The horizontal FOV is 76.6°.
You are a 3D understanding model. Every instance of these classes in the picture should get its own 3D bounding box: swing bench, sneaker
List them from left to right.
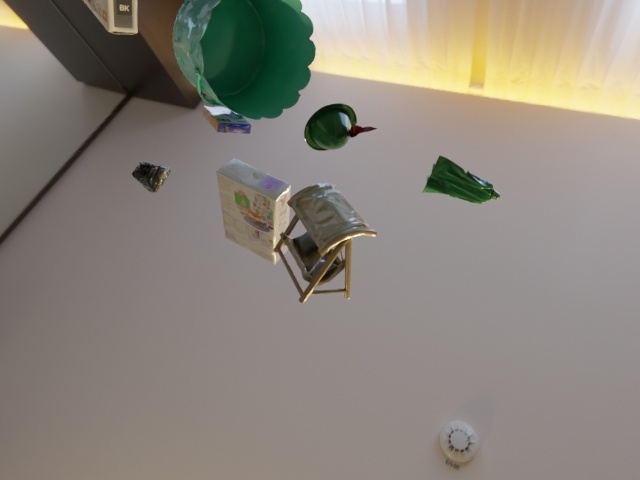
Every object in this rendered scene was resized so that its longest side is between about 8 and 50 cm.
[{"bbox_3d":[-0.636,-0.237,1.504,0.267,0.106,0.101,-3,-124,57],"label":"sneaker"},{"bbox_3d":[0.000,0.000,1.170,0.165,0.255,0.253,-1,-145,-28],"label":"swing bench"}]

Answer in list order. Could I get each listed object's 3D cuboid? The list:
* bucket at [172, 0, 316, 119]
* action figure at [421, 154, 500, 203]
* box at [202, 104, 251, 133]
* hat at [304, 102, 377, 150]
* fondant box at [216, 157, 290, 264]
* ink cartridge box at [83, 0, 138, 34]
[{"bbox_3d":[-0.170,-0.414,0.884,0.281,0.281,0.183,-45,-131,-11],"label":"bucket"},{"bbox_3d":[0.457,-0.175,1.283,0.232,0.137,0.063,21,-140,2],"label":"action figure"},{"bbox_3d":[-0.221,-0.285,0.963,0.081,0.028,0.136,-6,-141,-31],"label":"box"},{"bbox_3d":[0.060,-0.280,1.180,0.173,0.208,0.183,-26,-119,2],"label":"hat"},{"bbox_3d":[-0.231,-0.094,1.426,0.238,0.330,0.096,27,-128,17],"label":"fondant box"},{"bbox_3d":[-0.291,-0.411,0.505,0.045,0.208,0.206,-23,-118,-36],"label":"ink cartridge box"}]
